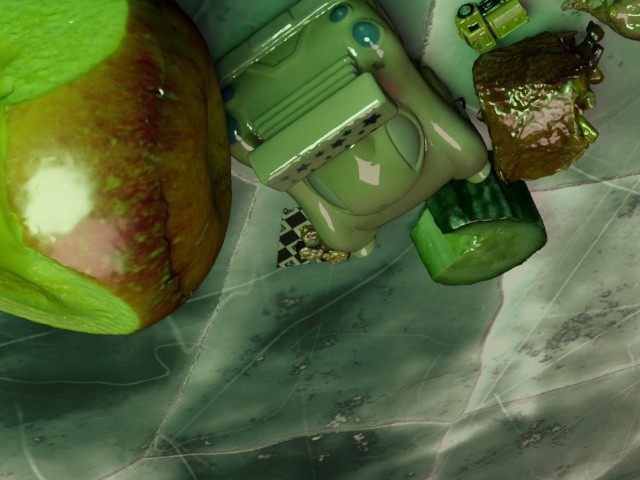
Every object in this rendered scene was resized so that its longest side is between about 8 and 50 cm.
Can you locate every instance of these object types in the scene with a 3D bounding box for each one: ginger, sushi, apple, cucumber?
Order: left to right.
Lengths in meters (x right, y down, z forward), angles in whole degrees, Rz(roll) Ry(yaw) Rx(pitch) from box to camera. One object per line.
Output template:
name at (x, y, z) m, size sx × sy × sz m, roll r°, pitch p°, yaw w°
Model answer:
apple at (-0.263, -0.084, 0.981) m, size 0.374 × 0.384 × 0.375 m, roll 0°, pitch 110°, yaw 1°
sushi at (0.000, 0.000, 1.469) m, size 0.120 × 0.026 × 0.126 m, roll -7°, pitch 138°, yaw -16°
cucumber at (0.225, -0.029, 1.474) m, size 0.191 × 0.130 × 0.191 m, roll -9°, pitch 144°, yaw -7°
sushi at (0.285, -0.172, 1.284) m, size 0.179 × 0.167 × 0.296 m, roll -14°, pitch 148°, yaw 10°
ginger at (0.396, -0.265, 1.167) m, size 0.122 × 0.290 × 0.084 m, roll 5°, pitch 105°, yaw -24°

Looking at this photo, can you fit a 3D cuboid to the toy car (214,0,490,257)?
toy car at (0.051, -0.112, 1.209) m, size 0.242 × 0.226 × 0.336 m, roll -34°, pitch 138°, yaw 14°

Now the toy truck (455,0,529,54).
toy truck at (0.207, -0.267, 1.239) m, size 0.083 × 0.054 × 0.049 m, roll -32°, pitch 140°, yaw 13°
